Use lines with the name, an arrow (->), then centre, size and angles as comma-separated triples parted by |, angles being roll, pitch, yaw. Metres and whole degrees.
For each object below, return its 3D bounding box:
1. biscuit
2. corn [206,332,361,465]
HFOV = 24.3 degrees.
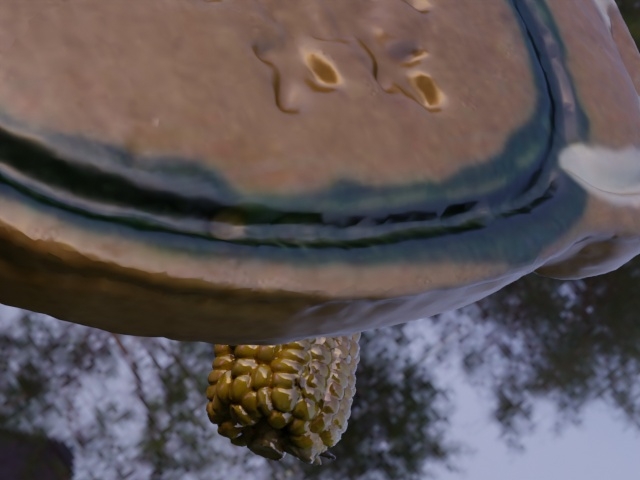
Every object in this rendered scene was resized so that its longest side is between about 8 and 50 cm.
biscuit -> -0.022, -0.097, 0.533 | 0.057, 0.344, 0.287 | -50, -126, 43
corn -> 0.000, 0.000, 0.970 | 0.101, 0.291, 0.101 | 15, -17, 4
